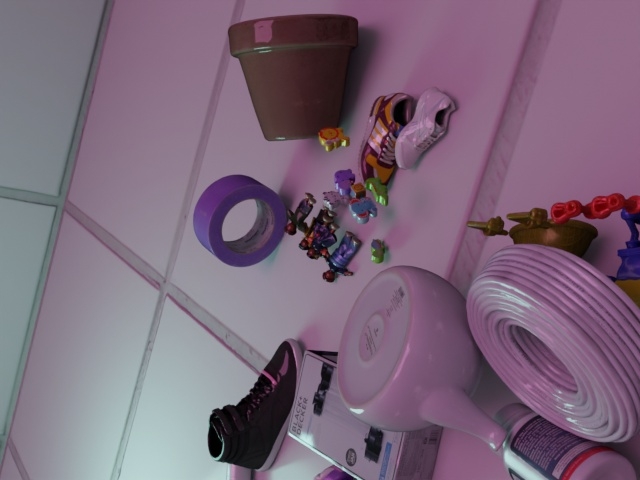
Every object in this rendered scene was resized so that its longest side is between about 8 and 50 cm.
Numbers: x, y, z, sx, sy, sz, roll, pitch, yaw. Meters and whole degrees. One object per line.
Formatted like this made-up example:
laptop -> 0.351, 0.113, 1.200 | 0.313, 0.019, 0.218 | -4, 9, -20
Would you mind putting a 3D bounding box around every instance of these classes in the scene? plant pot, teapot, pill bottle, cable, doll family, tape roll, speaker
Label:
plant pot -> -0.045, -0.320, 1.423 | 0.263, 0.263, 0.229 | 7, 105, 52
teapot -> 0.151, 0.166, 1.034 | 0.252, 0.187, 0.256 | -31, 43, 59
pill bottle -> 0.301, 0.283, 0.914 | 0.180, 0.108, 0.108 | 30, 106, 63
cable -> 0.281, 0.120, 0.837 | 0.089, 0.257, 0.257 | -38, 31, -15
doll family -> 0.000, 0.000, 1.399 | 0.111, 0.076, 0.193 | -56, 46, 21
tape roll -> -0.174, -0.043, 1.533 | 0.080, 0.189, 0.189 | 32, 107, 49
speaker -> -0.175, 0.537, 1.509 | 0.055, 0.055, 0.136 | -16, 69, 49

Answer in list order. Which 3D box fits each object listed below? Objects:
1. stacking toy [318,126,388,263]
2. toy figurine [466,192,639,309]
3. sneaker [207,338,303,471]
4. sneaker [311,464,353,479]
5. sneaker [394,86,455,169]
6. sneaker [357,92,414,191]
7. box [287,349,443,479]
stacking toy -> 0.059, -0.081, 1.290 | 0.167, 0.052, 0.221 | 86, 159, -47
toy figurine -> 0.358, 0.065, 0.846 | 0.362, 0.191, 0.217 | -12, 78, 51
sneaker -> -0.136, 0.334, 1.433 | 0.104, 0.146, 0.296 | 32, 106, 52
sneaker -> 0.016, 0.503, 1.254 | 0.104, 0.095, 0.236 | 37, 116, 42
sneaker -> 0.179, -0.189, 1.231 | 0.061, 0.053, 0.152 | 43, 114, 44
sneaker -> 0.123, -0.178, 1.287 | 0.084, 0.069, 0.186 | 5, 86, 57
box -> 0.071, 0.309, 1.223 | 0.290, 0.087, 0.169 | 16, 94, 52
